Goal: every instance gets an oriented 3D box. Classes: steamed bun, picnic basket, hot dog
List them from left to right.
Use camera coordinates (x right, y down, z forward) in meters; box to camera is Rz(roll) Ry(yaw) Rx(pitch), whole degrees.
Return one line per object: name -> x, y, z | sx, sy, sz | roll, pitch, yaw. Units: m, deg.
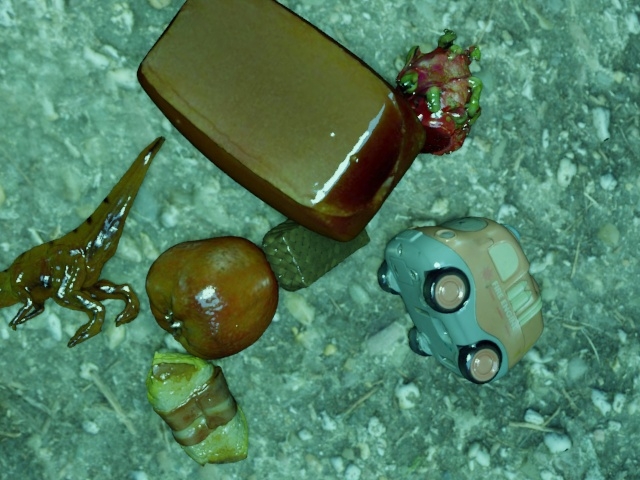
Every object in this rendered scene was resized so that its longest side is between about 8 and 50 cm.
hot dog -> -0.207, 0.268, 0.968 | 0.123, 0.093, 0.261 | -26, 118, -13
steamed bun -> -0.051, -0.178, 0.832 | 0.379, 0.248, 0.235 | 37, 93, 5
picnic basket -> 0.000, 0.000, 0.924 | 0.193, 0.055, 0.110 | -33, 105, -40

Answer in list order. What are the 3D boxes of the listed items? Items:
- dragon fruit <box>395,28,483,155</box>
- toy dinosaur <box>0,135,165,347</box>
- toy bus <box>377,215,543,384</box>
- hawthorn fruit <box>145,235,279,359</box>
dragon fruit -> 0.179, -0.233, 0.917 | 0.160, 0.166, 0.171 | -3, 65, 28
toy dinosaur -> -0.361, 0.046, 0.905 | 0.432, 0.097, 0.208 | -35, 94, -6
toy bus -> 0.251, 0.085, 0.969 | 0.232, 0.194, 0.287 | -29, 103, -12
hawthorn fruit -> -0.147, 0.075, 0.916 | 0.226, 0.197, 0.196 | -33, 105, -32
